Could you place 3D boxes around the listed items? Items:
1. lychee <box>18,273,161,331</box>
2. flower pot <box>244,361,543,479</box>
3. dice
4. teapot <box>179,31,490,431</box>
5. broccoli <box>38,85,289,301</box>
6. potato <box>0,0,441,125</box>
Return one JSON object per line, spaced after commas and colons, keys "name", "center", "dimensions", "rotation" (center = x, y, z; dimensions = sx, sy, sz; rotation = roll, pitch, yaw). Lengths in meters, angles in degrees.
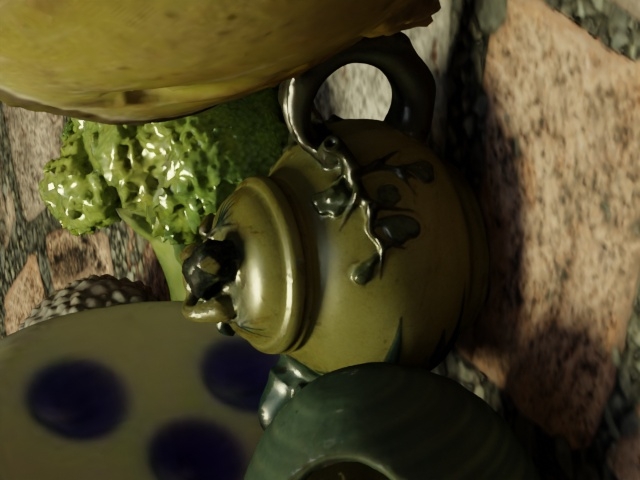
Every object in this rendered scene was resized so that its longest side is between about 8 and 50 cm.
{"name": "lychee", "center": [-0.210, 0.123, 1.644], "dimensions": [0.197, 0.165, 0.165], "rotation": [-45, 49, 20]}
{"name": "flower pot", "center": [0.049, 0.188, 1.066], "dimensions": [0.157, 0.189, 0.243], "rotation": [-58, -44, -70]}
{"name": "dice", "center": [-0.112, 0.235, 1.297], "dimensions": [0.277, 0.304, 0.304], "rotation": [108, 145, -44]}
{"name": "teapot", "center": [0.000, 0.000, 1.126], "dimensions": [0.173, 0.183, 0.269], "rotation": [-139, 47, -56]}
{"name": "broccoli", "center": [-0.140, -0.036, 1.418], "dimensions": [0.254, 0.186, 0.302], "rotation": [54, 139, 30]}
{"name": "potato", "center": [-0.049, -0.306, 0.919], "dimensions": [0.319, 0.385, 0.442], "rotation": [-19, 71, 43]}
